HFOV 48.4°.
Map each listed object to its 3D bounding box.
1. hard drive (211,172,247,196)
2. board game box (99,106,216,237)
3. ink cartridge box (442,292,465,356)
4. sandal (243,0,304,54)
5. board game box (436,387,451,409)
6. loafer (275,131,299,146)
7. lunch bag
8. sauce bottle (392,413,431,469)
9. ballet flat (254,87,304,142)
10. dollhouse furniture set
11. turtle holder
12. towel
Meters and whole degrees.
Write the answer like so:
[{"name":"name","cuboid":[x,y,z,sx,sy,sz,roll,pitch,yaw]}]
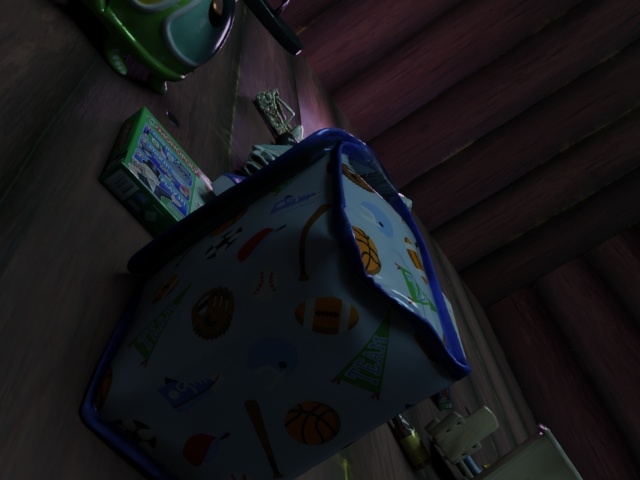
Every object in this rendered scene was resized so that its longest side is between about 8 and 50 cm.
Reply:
[{"name":"hard drive","cuboid":[-0.092,-0.025,1.252,0.210,0.040,0.318,51,2,-3]},{"name":"board game box","cuboid":[-0.192,-0.036,1.091,0.317,0.046,0.213,50,14,-27]},{"name":"ink cartridge box","cuboid":[0.238,0.180,1.776,0.226,0.131,0.306,53,16,-16]},{"name":"sandal","cuboid":[-0.147,-0.531,1.243,0.445,0.107,0.167,56,14,-5]},{"name":"board game box","cuboid":[0.321,0.346,1.949,0.201,0.035,0.136,-90,170,-65]},{"name":"loafer","cuboid":[-0.041,-0.199,1.931,0.223,0.076,0.078,43,25,-33]},{"name":"lunch bag","cuboid":[-0.051,0.052,0.806,0.239,0.328,0.385,51,17,-20]},{"name":"sauce bottle","cuboid":[0.177,0.396,1.434,0.128,0.042,0.042,61,14,8]},{"name":"ballet flat","cuboid":[-0.097,-0.319,1.982,0.241,0.077,0.091,58,12,-2]},{"name":"dollhouse furniture set","cuboid":[0.365,0.442,1.543,0.286,0.198,0.303,56,-4,-3]},{"name":"turtle holder","cuboid":[-0.290,-0.433,1.237,0.320,0.227,0.243,45,19,-45]},{"name":"towel","cuboid":[0.022,-0.114,1.605,0.321,0.090,0.374,28,14,13]}]
